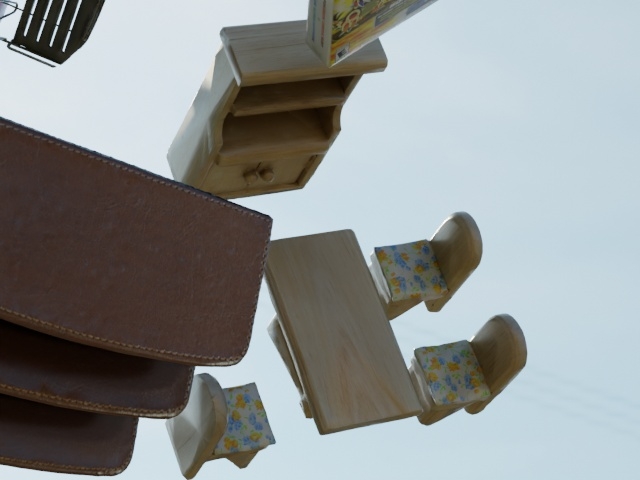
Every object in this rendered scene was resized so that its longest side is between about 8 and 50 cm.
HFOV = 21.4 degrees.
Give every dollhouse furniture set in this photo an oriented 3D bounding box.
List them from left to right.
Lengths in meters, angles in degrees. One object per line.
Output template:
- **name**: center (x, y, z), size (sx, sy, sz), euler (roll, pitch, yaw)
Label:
- **dollhouse furniture set**: center (0.000, 0.000, 1.776), size (0.362, 0.394, 0.256), euler (-9, -26, -26)

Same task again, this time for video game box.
- **video game box**: center (0.080, -0.276, 1.627), size (0.048, 0.205, 0.187), euler (50, -17, 22)

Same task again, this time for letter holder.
- **letter holder**: center (-0.212, 0.048, 1.210), size (0.302, 0.214, 0.152), euler (20, -18, -35)

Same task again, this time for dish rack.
- **dish rack**: center (-0.327, -0.290, 1.609), size (0.272, 0.208, 0.074), euler (23, 16, 8)

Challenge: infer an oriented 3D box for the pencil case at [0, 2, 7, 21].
- **pencil case**: center (-0.489, -0.366, 2.261), size (0.160, 0.386, 0.167), euler (21, -12, 6)
